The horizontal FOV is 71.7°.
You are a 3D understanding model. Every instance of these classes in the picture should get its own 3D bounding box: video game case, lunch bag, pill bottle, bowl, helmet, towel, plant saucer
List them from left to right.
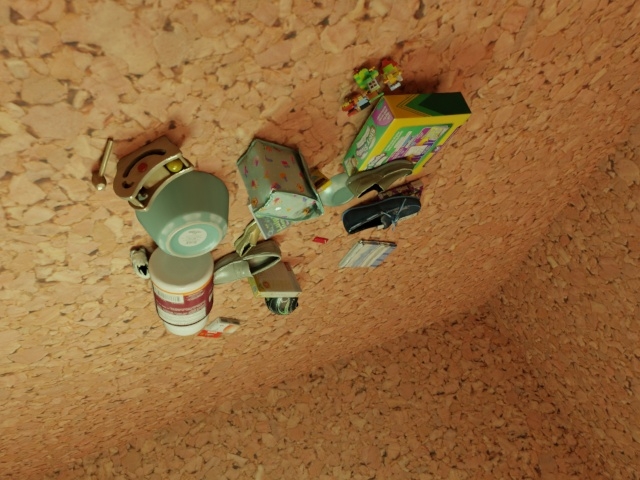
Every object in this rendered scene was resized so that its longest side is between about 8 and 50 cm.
[{"bbox_3d":[-0.523,0.193,1.695,0.224,0.224,0.392,-12,146,-23],"label":"pill bottle"},{"bbox_3d":[-0.429,-0.059,1.452,0.311,0.163,0.312,-20,149,-12],"label":"bowl"},{"bbox_3d":[-0.165,-0.108,1.660,0.173,0.022,0.190,-28,137,-7],"label":"video game case"},{"bbox_3d":[-0.186,0.282,2.145,0.169,0.169,0.162,-9,129,-27],"label":"helmet"},{"bbox_3d":[-0.109,-0.187,1.441,0.262,0.223,0.160,5,143,-43],"label":"lunch bag"},{"bbox_3d":[0.085,-0.190,1.766,0.194,0.037,0.195,-19,148,-12],"label":"plant saucer"},{"bbox_3d":[0.247,0.077,2.290,0.285,0.034,0.209,4,138,-41],"label":"towel"},{"bbox_3d":[0.351,-0.160,2.005,0.210,0.042,0.232,-20,148,-11],"label":"video game case"}]

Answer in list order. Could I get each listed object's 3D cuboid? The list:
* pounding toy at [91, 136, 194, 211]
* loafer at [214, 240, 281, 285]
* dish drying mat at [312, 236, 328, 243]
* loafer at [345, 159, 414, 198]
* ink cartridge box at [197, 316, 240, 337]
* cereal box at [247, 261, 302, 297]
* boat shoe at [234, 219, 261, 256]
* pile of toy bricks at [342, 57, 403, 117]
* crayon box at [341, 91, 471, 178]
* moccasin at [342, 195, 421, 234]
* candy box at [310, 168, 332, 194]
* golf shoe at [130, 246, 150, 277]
[{"bbox_3d":[-0.502,-0.189,1.210,0.269,0.154,0.155,-28,149,1],"label":"pounding toy"},{"bbox_3d":[-0.310,0.103,1.812,0.319,0.111,0.112,-27,127,-4],"label":"loafer"},{"bbox_3d":[0.000,0.000,2.012,0.083,0.008,0.032,10,134,-45],"label":"dish drying mat"},{"bbox_3d":[0.218,-0.210,1.568,0.251,0.087,0.094,-19,162,1],"label":"loafer"},{"bbox_3d":[-0.523,0.463,2.272,0.179,0.045,0.145,-42,146,19],"label":"ink cartridge box"},{"bbox_3d":[-0.209,0.169,1.946,0.240,0.173,0.047,8,135,-43],"label":"cereal box"},{"bbox_3d":[-0.267,-0.008,1.735,0.068,0.072,0.190,7,135,-43],"label":"boat shoe"},{"bbox_3d":[0.139,-0.475,1.343,0.212,0.118,0.105,-27,112,21],"label":"pile of toy bricks"},{"bbox_3d":[0.285,-0.352,1.542,0.313,0.106,0.363,-10,159,-25],"label":"crayon box"},{"bbox_3d":[0.268,-0.092,1.900,0.341,0.117,0.138,-16,146,11],"label":"moccasin"},{"bbox_3d":[-0.066,-0.168,1.580,0.206,0.105,0.027,-38,132,-5],"label":"candy box"},{"bbox_3d":[-0.646,0.104,1.604,0.069,0.086,0.176,-19,150,-17],"label":"golf shoe"}]
